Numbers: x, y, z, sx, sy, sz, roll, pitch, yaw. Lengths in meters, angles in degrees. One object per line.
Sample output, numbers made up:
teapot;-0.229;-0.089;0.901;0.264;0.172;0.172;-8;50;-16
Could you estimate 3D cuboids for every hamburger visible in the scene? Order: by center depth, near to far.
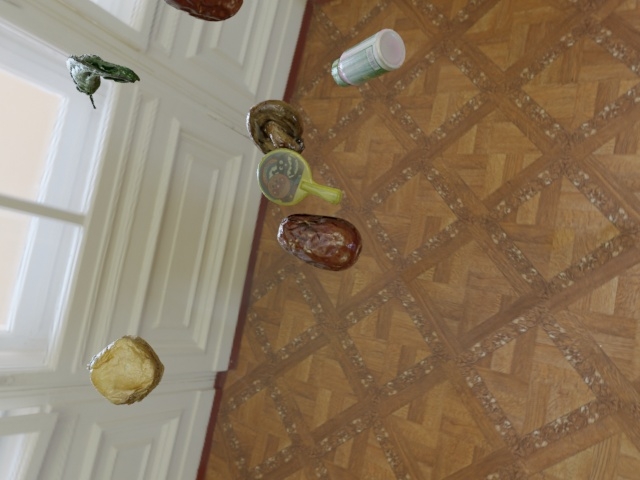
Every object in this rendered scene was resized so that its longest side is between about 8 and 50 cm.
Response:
hamburger;-0.432;0.289;0.973;0.138;0.083;0.147;-42;82;-7

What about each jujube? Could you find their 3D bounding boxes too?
jujube;-0.296;-0.625;1.043;0.174;0.251;0.174;4;97;36
jujube;0.000;0.000;1.666;0.318;0.223;0.222;17;88;13

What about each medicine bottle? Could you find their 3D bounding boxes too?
medicine bottle;0.158;-0.627;1.535;0.274;0.134;0.133;2;79;55

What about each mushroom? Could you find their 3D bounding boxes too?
mushroom;-0.185;-0.484;1.940;0.263;0.195;0.283;-34;96;29

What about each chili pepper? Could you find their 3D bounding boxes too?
chili pepper;-0.527;-0.387;1.025;0.279;0.122;0.065;8;58;48

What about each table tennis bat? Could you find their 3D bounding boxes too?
table tennis bat;-0.087;-0.228;1.750;0.369;0.054;0.224;23;107;10
